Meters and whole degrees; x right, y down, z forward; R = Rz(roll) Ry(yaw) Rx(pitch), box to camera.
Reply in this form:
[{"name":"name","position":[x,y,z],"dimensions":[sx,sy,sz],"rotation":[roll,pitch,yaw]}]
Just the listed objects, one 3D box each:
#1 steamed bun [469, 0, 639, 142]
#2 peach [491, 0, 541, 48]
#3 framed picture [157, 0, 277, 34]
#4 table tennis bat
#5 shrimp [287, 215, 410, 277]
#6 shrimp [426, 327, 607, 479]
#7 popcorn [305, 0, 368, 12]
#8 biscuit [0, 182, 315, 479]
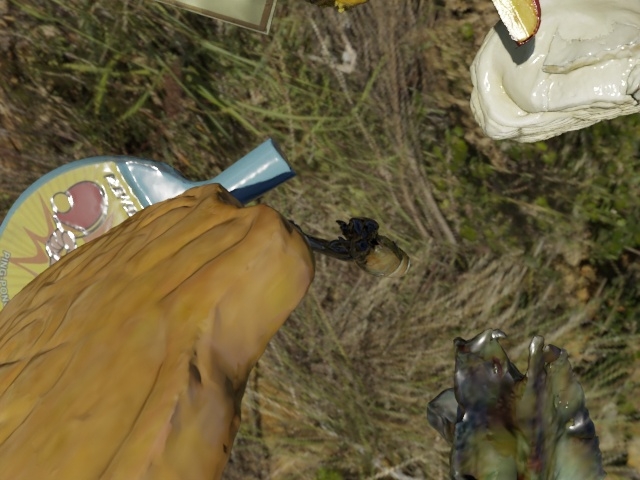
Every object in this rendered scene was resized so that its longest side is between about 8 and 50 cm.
[{"name":"steamed bun","position":[0.406,-0.300,1.237],"dimensions":[0.347,0.394,0.237],"rotation":[-11,89,-14]},{"name":"peach","position":[0.223,-0.266,0.882],"dimensions":[0.050,0.083,0.077],"rotation":[-25,140,26]},{"name":"framed picture","position":[-0.165,-0.373,1.060],"dimensions":[0.173,0.231,0.010],"rotation":[118,-15,-58]},{"name":"table tennis bat","position":[-0.171,0.007,0.746],"dimensions":[0.329,0.044,0.215],"rotation":[-31,93,8]},{"name":"shrimp","position":[0.001,-0.003,0.671],"dimensions":[0.195,0.148,0.035],"rotation":[41,69,-73]},{"name":"shrimp","position":[0.139,0.240,0.347],"dimensions":[0.085,0.272,0.445],"rotation":[-21,107,-10]},{"name":"popcorn","position":[-0.002,-0.498,1.308],"dimensions":[0.249,0.225,0.249],"rotation":[3,86,-47]},{"name":"biscuit","position":[-0.175,0.105,0.438],"dimensions":[0.062,0.385,0.365],"rotation":[48,53,-23]}]
